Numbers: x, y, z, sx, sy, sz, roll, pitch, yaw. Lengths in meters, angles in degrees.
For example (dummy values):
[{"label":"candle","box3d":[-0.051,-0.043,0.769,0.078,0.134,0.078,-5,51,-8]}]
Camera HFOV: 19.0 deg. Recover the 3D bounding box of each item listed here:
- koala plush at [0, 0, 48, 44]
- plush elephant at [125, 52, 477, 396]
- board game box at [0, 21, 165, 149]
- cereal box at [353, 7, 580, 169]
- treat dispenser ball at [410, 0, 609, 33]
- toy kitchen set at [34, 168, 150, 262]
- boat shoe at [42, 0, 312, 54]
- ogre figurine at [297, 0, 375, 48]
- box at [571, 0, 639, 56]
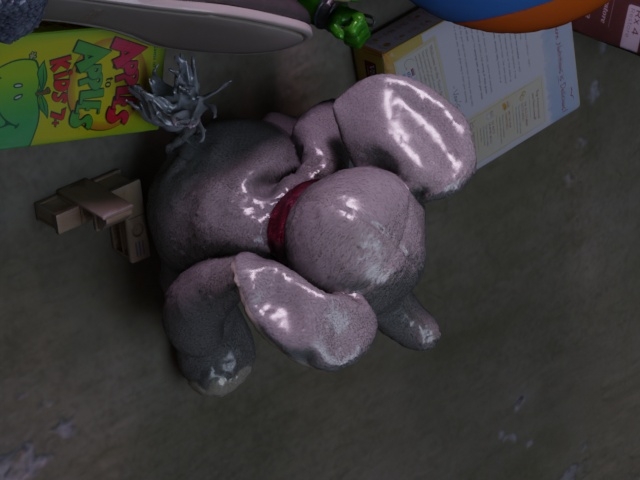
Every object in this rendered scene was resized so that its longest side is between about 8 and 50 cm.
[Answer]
[{"label":"koala plush","box3d":[-0.203,-0.266,1.241,0.221,0.196,0.203,-45,107,6]},{"label":"plush elephant","box3d":[0.000,0.000,1.568,0.272,0.255,0.330,-50,146,-14]},{"label":"board game box","box3d":[-0.208,-0.126,1.502,0.181,0.043,0.092,-11,116,-39]},{"label":"cereal box","box3d":[0.143,-0.155,1.811,0.240,0.047,0.173,-31,128,-29]},{"label":"treat dispenser ball","box3d":[0.157,-0.315,1.577,0.288,0.288,0.288,-20,121,-36]},{"label":"toy kitchen set","box3d":[-0.176,-0.005,1.570,0.083,0.068,0.075,-25,125,-32]},{"label":"boat shoe","box3d":[-0.149,-0.207,1.446,0.335,0.112,0.095,4,78,-33]},{"label":"ogre figurine","box3d":[-0.041,-0.238,1.552,0.197,0.118,0.096,25,87,-48]},{"label":"box","box3d":[0.440,-0.284,1.965,0.381,0.143,0.191,-4,112,-44]}]
